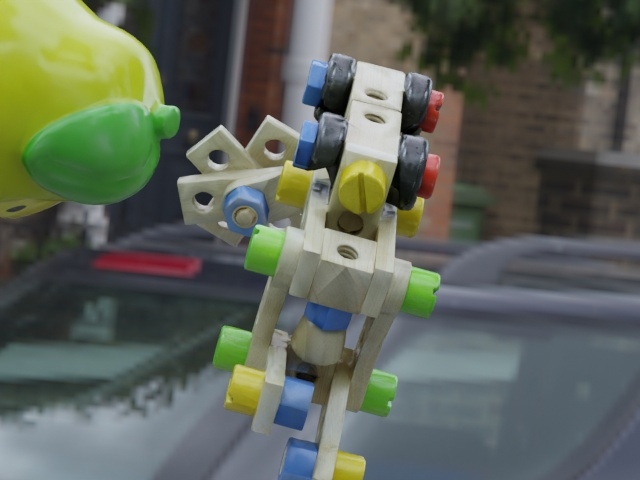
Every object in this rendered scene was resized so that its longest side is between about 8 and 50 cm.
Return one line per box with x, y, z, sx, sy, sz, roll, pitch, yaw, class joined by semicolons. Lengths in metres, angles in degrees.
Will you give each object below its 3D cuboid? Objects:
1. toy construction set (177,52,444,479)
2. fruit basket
0.000;0.000;1.310;0.151;0.215;0.328;7;28;-16;toy construction set
-0.283;-0.100;1.318;0.392;0.283;0.392;33;22;-15;fruit basket
